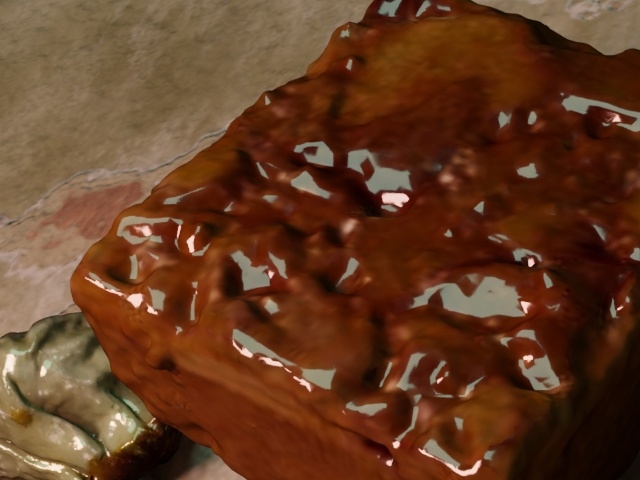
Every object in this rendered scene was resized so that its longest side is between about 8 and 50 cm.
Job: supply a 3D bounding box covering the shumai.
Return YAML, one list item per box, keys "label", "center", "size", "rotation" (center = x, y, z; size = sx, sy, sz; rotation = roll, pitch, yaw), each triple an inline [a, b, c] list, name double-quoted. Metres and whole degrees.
- label: "shumai"
  center: [-0.179, 0.147, 1.401]
  size: [0.184, 0.184, 0.142]
  rotation: [-30, 65, -3]

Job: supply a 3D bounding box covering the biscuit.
- label: "biscuit"
  center: [0.082, 0.016, 1.200]
  size: [0.343, 0.166, 0.395]
  rotation: [23, 48, 32]
